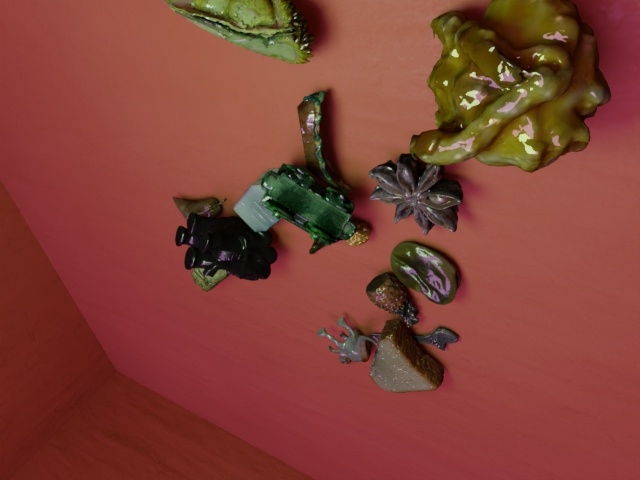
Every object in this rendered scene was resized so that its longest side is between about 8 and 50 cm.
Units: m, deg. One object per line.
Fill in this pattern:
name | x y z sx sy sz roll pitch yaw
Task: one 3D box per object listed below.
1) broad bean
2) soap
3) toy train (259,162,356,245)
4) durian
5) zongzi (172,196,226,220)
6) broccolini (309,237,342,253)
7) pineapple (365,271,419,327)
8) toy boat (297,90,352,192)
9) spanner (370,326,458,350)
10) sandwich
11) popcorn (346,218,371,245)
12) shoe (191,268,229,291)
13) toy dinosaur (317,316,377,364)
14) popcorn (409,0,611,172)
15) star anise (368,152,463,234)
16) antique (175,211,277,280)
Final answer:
broad bean | 0.285 0.085 1.276 0.206 0.072 0.153 39 128 2
soap | -0.146 -0.118 1.396 0.145 0.091 0.230 44 141 -7
toy train | -0.029 -0.092 1.206 0.266 0.145 0.202 31 -179 -8
durian | -0.163 -0.464 1.024 0.351 0.169 0.158 24 137 16
zongzi | -0.427 -0.132 1.614 0.178 0.081 0.189 49 134 4
broccolini | 0.010 -0.005 1.433 0.074 0.058 0.201 56 155 2
pineapple | 0.222 0.185 1.397 0.108 0.108 0.198 -22 119 46
toy boat | 0.003 -0.227 1.181 0.099 0.108 0.293 -13 130 7
spanner | 0.294 0.314 1.516 0.325 0.026 0.093 -9 123 43
sandwich | 0.231 0.386 1.544 0.254 0.100 0.288 -15 124 48
popcorn | 0.101 -0.022 1.312 0.082 0.083 0.057 42 148 51
shoe | -0.395 0.085 1.744 0.140 0.128 0.262 36 131 -9
toy dinosaur | 0.109 0.348 1.617 0.205 0.092 0.393 44 148 -8
popcorn | 0.316 -0.253 0.809 0.290 0.321 0.326 10 152 8
star anise | 0.234 -0.119 1.101 0.223 0.109 0.236 48 153 -18
antique | -0.294 0.019 1.502 0.322 0.255 0.185 44 116 52
